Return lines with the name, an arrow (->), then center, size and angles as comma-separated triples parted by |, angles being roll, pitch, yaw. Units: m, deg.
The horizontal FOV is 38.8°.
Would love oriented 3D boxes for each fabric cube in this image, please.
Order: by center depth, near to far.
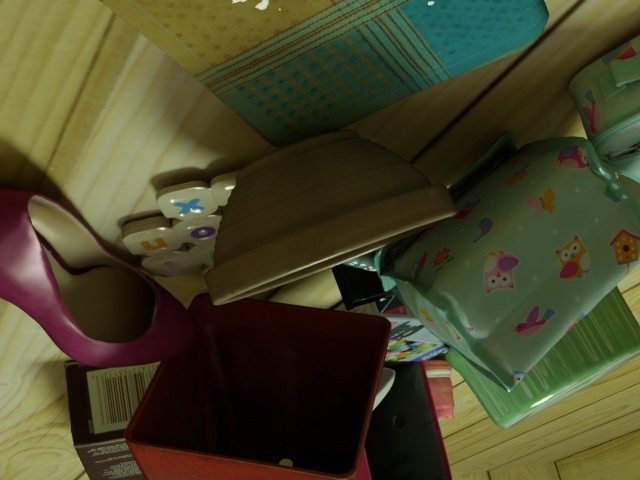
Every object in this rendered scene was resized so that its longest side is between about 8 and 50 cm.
fabric cube -> 0.044, 0.354, 1.652 | 0.258, 0.259, 0.254 | -27, 154, 34

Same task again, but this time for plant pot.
plant pot -> -0.005, -0.030, 0.834 | 0.237, 0.109, 0.237 | -21, 177, -1
plant pot -> -0.064, 0.254, 1.157 | 0.267, 0.267, 0.235 | 7, 127, 10

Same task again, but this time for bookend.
bookend -> 0.084, 0.053, 1.180 | 0.157, 0.072, 0.156 | -14, 160, -18

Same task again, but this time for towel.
towel -> -0.002, -0.192, 0.649 | 0.271, 0.040, 0.370 | -22, 154, 19

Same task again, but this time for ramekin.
ramekin -> 0.366, 0.175, 1.449 | 0.303, 0.148, 0.303 | -26, 162, -9

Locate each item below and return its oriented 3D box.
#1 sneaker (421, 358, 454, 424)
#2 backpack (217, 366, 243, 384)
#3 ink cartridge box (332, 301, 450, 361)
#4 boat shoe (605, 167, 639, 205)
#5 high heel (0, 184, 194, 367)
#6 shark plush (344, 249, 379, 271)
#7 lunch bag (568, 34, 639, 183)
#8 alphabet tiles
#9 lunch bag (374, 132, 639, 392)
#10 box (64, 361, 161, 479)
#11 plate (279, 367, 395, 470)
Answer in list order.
sneaker -> 0.149, 0.347, 1.841 | 0.116, 0.136, 0.314 | 8, 149, -38
backpack -> -0.100, 0.192, 1.356 | 0.115, 0.152, 0.182 | -6, 151, -6
ink cartridge box -> 0.143, 0.140, 1.464 | 0.311, 0.065, 0.186 | 3, 152, -38
boat shoe -> 0.318, -0.026, 1.109 | 0.324, 0.116, 0.097 | -24, 160, 33
high heel -> -0.227, 0.051, 0.957 | 0.181, 0.127, 0.377 | -15, 156, 33
shark plush -> 0.000, 0.000, 0.995 | 0.161, 0.067, 0.073 | 9, 149, -41
lunch bag -> 0.390, -0.148, 0.864 | 0.224, 0.108, 0.279 | 11, 147, -44
alphabet tiles -> -0.072, -0.018, 1.030 | 0.284, 0.021, 0.278 | -14, 157, 2
lunch bag -> 0.183, 0.008, 0.951 | 0.223, 0.160, 0.262 | -43, -167, -3
box -> -0.302, 0.305, 1.508 | 0.191, 0.143, 0.381 | -8, 155, -13
plate -> -0.042, 0.297, 1.422 | 0.277, 0.045, 0.278 | -45, -156, -29
